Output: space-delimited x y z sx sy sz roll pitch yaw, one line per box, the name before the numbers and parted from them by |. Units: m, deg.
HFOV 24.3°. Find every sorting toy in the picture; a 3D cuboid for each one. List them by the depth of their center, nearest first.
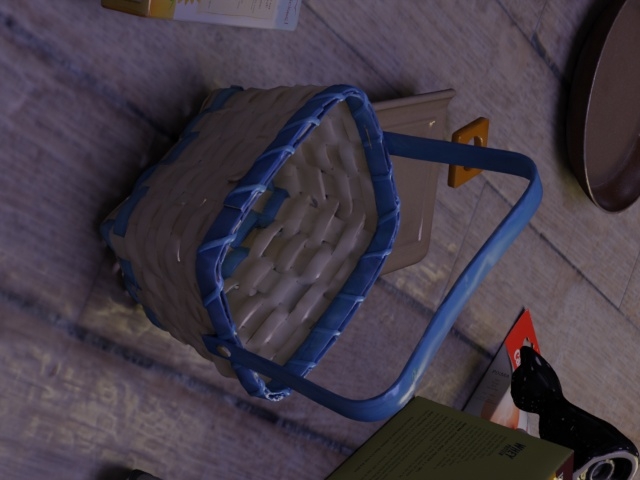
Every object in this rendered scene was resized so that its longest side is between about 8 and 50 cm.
sorting toy | 0.059 -0.054 1.469 0.348 0.047 0.196 -16 122 -53

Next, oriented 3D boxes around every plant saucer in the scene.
plant saucer | 0.391 -0.189 1.916 0.311 0.050 0.310 -32 130 -48

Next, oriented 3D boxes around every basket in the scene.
basket | 0.000 0.000 1.167 0.254 0.289 0.201 -51 137 -27

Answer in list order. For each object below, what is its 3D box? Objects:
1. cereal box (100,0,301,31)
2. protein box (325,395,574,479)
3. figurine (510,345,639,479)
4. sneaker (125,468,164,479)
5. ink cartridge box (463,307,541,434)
cereal box | -0.073 -0.253 1.143 0.240 0.047 0.173 -10 113 -65
protein box | 0.138 0.299 1.602 0.200 0.201 0.136 -36 132 -45
figurine | 0.277 0.261 1.748 0.092 0.209 0.214 -11 126 -17
sneaker | -0.124 0.319 1.303 0.129 0.111 0.297 -44 137 -30
ink cartridge box | 0.249 0.199 1.879 0.179 0.045 0.145 -53 143 -26
